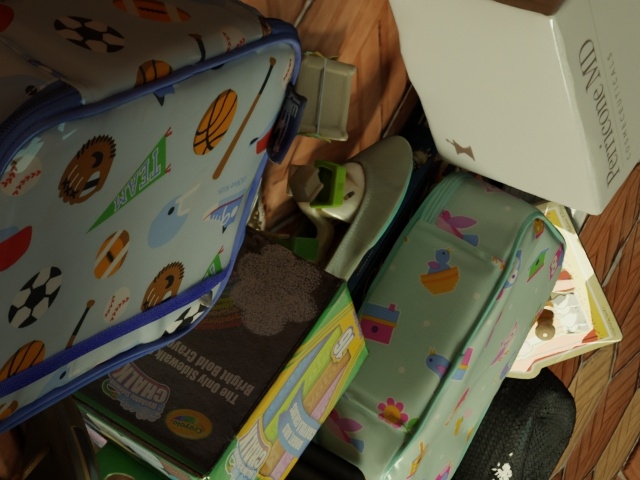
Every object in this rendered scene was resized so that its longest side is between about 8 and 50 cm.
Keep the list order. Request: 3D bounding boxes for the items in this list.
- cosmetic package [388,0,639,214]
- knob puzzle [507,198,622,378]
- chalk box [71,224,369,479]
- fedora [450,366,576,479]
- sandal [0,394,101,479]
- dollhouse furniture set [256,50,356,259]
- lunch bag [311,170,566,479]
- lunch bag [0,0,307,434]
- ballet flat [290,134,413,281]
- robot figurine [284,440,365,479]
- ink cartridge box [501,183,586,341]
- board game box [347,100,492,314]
[{"bbox_3d":[0.253,-0.270,1.375,0.453,0.161,0.230,-52,144,-23],"label":"cosmetic package"},{"bbox_3d":[0.166,0.061,1.635,0.030,0.213,0.213,-83,-173,-57],"label":"knob puzzle"},{"bbox_3d":[-0.083,0.106,1.172,0.213,0.132,0.132,-54,157,-16],"label":"chalk box"},{"bbox_3d":[0.172,0.210,1.848,0.334,0.152,0.334,-47,155,-31],"label":"fedora"},{"bbox_3d":[-0.196,0.192,1.120,0.060,0.090,0.219,-4,130,-40],"label":"sandal"},{"bbox_3d":[-0.023,-0.063,1.247,0.076,0.059,0.151,2,96,-59],"label":"dollhouse furniture set"},{"bbox_3d":[0.100,0.088,1.478,0.279,0.108,0.224,-61,162,1],"label":"lunch bag"},{"bbox_3d":[-0.133,-0.016,0.937,0.303,0.115,0.243,-25,140,-55],"label":"lunch bag"},{"bbox_3d":[0.000,0.000,1.323,0.068,0.072,0.213,37,78,-38],"label":"ballet flat"},{"bbox_3d":[-0.065,0.290,1.373,0.209,0.173,0.278,19,100,-33],"label":"robot figurine"},{"bbox_3d":[0.256,-0.116,1.764,0.385,0.091,0.308,-61,170,-58],"label":"ink cartridge box"},{"bbox_3d":[0.086,-0.030,1.506,0.243,0.042,0.165,-58,159,-8],"label":"board game box"}]
